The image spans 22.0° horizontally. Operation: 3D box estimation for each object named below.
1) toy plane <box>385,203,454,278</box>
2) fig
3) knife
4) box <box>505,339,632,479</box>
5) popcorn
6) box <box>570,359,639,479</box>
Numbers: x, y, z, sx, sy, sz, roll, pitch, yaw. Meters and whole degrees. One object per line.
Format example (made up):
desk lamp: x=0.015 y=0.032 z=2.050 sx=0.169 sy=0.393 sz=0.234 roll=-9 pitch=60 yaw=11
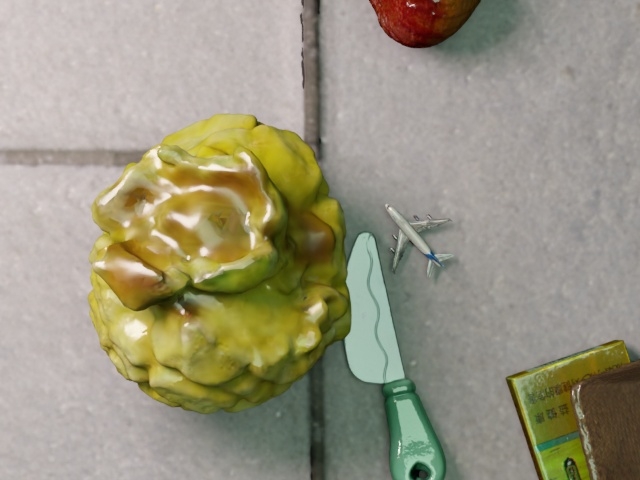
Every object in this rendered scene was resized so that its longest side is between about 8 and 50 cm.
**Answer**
toy plane: x=0.092 y=-0.003 z=1.609 sx=0.078 sy=0.024 sz=0.084 roll=-42 pitch=86 yaw=-6
fig: x=0.106 y=-0.255 z=1.599 sx=0.119 sy=0.153 sz=0.119 roll=11 pitch=117 yaw=23
knife: x=0.060 y=0.121 z=1.600 sx=0.063 sy=0.034 sz=0.260 roll=-17 pitch=83 yaw=-1
box: x=0.270 y=0.207 z=1.618 sx=0.121 sy=0.030 sz=0.193 roll=-18 pitch=90 yaw=-8
popcorn: x=-0.095 y=0.020 z=1.480 sx=0.224 sy=0.270 sz=0.258 roll=3 pitch=116 yaw=33
box: x=0.402 y=0.184 z=1.561 sx=0.273 sy=0.143 sz=0.184 roll=-13 pitch=88 yaw=-18
